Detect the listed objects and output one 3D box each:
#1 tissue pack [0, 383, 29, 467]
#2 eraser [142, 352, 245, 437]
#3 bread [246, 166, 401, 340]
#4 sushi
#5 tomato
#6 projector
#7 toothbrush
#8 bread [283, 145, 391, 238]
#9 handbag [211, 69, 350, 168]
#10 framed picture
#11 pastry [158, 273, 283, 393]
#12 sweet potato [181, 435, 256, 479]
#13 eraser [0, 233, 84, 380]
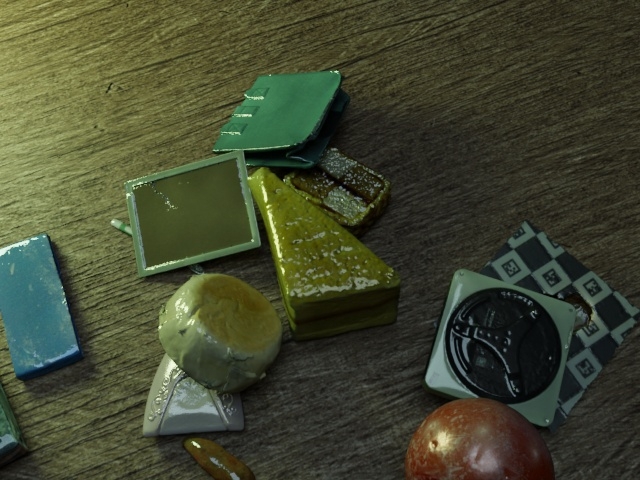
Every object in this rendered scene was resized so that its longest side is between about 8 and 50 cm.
[{"bbox_3d":[-0.768,0.395,1.610,0.315,0.103,0.228,-28,65,-13],"label":"tissue pack"},{"bbox_3d":[-0.264,0.278,1.677,0.204,0.059,0.243,-5,63,-1],"label":"eraser"},{"bbox_3d":[0.000,0.000,1.711,0.245,0.233,0.362,-13,63,-5],"label":"bread"},{"bbox_3d":[0.447,0.176,1.712,0.320,0.069,0.339,40,71,10],"label":"sushi"},{"bbox_3d":[0.292,0.404,1.483,0.270,0.270,0.227,15,65,9],"label":"tomato"},{"bbox_3d":[0.356,0.210,1.610,0.259,0.079,0.257,18,69,3],"label":"projector"},{"bbox_3d":[-0.368,0.013,1.834,0.257,0.024,0.018,28,68,16],"label":"toothbrush"},{"bbox_3d":[0.036,-0.105,1.837,0.222,0.096,0.181,31,66,15],"label":"bread"},{"bbox_3d":[-0.080,-0.271,1.880,0.274,0.100,0.269,0,50,31],"label":"handbag"},{"bbox_3d":[-0.285,-0.058,1.806,0.293,0.018,0.231,-14,77,11],"label":"framed picture"},{"bbox_3d":[-0.200,0.181,1.634,0.265,0.133,0.265,31,31,-21],"label":"pastry"},{"bbox_3d":[-0.174,0.464,1.587,0.078,0.058,0.255,-45,72,-1],"label":"sweet potato"},{"bbox_3d":[-0.620,0.139,1.766,0.144,0.043,0.312,-20,65,-8],"label":"eraser"}]
